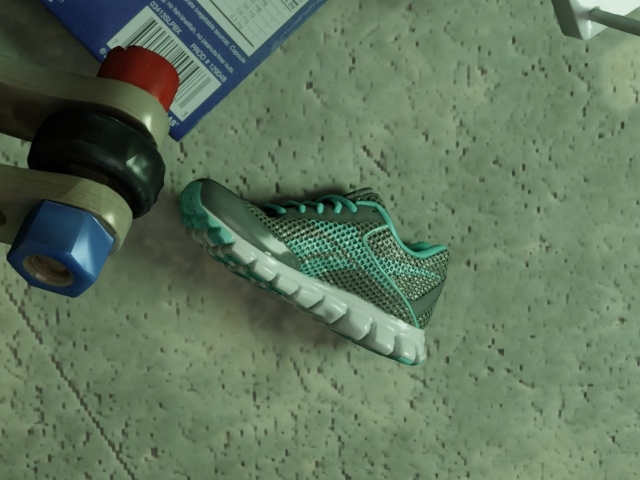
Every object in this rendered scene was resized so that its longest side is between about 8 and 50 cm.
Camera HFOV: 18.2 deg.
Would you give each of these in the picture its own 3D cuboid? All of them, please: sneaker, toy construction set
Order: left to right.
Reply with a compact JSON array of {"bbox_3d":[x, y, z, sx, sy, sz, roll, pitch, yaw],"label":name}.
[{"bbox_3d":[-0.215,-0.117,0.852,0.257,0.237,0.308,19,72,-45],"label":"toy construction set"},{"bbox_3d":[0.000,0.000,1.051,0.166,0.065,0.076,31,83,-30],"label":"sneaker"}]

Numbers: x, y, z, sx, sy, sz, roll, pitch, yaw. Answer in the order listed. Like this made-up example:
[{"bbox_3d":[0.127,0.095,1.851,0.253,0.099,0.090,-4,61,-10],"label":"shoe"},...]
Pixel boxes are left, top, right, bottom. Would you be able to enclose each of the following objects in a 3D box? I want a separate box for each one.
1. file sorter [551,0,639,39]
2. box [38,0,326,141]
[{"bbox_3d":[0.239,-0.230,0.930,0.278,0.173,0.193,-34,120,-18],"label":"file sorter"},{"bbox_3d":[-0.035,-0.172,0.972,0.225,0.036,0.136,-42,118,2],"label":"box"}]
